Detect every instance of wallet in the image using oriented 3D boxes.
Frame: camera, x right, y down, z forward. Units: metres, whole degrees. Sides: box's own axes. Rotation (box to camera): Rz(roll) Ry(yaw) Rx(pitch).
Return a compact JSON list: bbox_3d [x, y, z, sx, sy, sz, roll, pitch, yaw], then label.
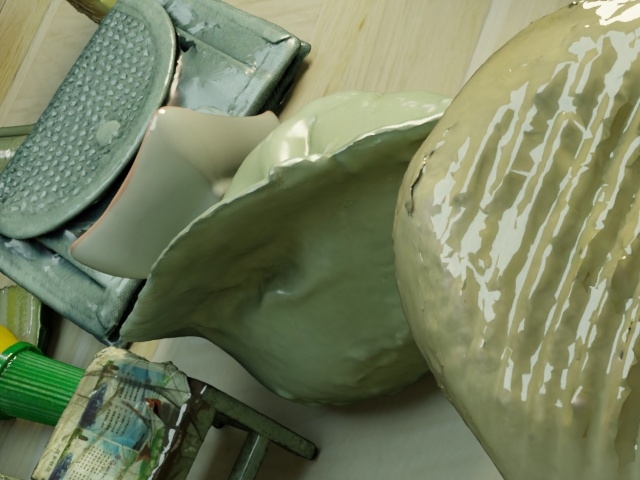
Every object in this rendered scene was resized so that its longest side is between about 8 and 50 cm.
[{"bbox_3d":[-0.187,-0.093,1.284,0.237,0.075,0.342,31,86,34],"label":"wallet"}]

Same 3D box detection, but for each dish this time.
[{"bbox_3d":[-0.093,-0.028,1.104,0.077,0.212,0.151,39,107,16],"label":"dish"}]

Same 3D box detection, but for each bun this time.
[{"bbox_3d":[0.223,0.021,0.711,0.362,0.234,0.326,-7,73,20],"label":"bun"}]

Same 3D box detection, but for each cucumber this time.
[{"bbox_3d":[-0.290,0.092,1.325,0.067,0.035,0.107,-19,59,28],"label":"cucumber"}]

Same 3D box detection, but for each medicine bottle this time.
[{"bbox_3d":[-0.308,0.125,1.249,0.309,0.076,0.111,9,45,35],"label":"medicine bottle"}]

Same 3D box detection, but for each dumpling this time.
[{"bbox_3d":[0.024,0.009,0.951,0.321,0.211,0.270,-55,2,11],"label":"dumpling"}]

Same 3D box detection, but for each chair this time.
[{"bbox_3d":[-0.151,0.148,0.960,0.136,0.270,0.147,8,70,49],"label":"chair"}]

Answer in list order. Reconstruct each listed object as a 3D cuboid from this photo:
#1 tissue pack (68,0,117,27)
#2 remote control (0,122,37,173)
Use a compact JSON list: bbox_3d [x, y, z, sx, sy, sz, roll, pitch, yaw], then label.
[{"bbox_3d":[-0.188,-0.338,1.434,0.125,0.159,0.234,26,82,51],"label":"tissue pack"},{"bbox_3d":[-0.342,-0.072,1.472,0.335,0.065,0.128,0,61,45],"label":"remote control"}]
